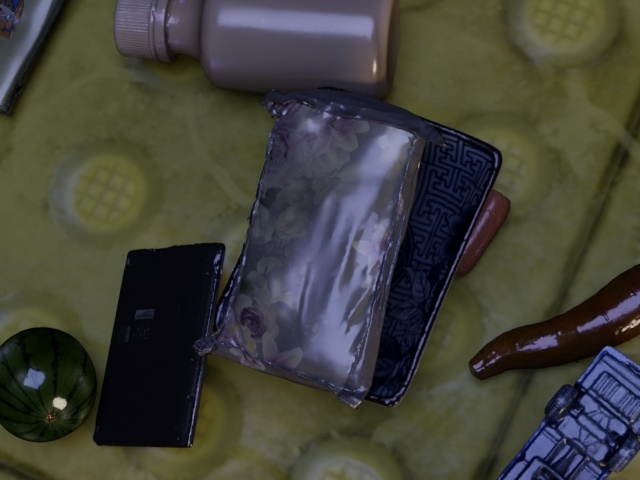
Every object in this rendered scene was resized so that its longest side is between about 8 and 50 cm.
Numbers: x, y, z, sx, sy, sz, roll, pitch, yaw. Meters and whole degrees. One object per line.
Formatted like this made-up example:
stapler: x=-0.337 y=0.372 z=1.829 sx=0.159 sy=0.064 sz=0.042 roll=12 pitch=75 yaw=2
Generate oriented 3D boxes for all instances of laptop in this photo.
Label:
laptop: x=-0.141 y=0.091 z=1.294 sx=0.129 sy=0.016 sz=0.180 roll=-6 pitch=70 yaw=44

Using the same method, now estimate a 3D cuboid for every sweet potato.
sweet potato: x=0.251 y=0.061 z=1.268 sx=0.264 sy=0.057 sz=0.057 roll=-28 pitch=73 yaw=0

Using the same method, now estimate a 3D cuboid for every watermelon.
watermelon: x=-0.241 y=0.121 z=1.291 sx=0.109 sy=0.109 sz=0.109 roll=-2 pitch=74 yaw=7

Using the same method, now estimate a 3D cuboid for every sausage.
sausage: x=0.137 y=-0.008 z=1.312 sx=0.034 sy=0.034 sz=0.083 roll=30 pitch=81 yaw=14

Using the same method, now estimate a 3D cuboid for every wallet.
wallet: x=-0.310 y=-0.206 z=1.422 sx=0.110 sy=0.039 sz=0.155 roll=23 pitch=79 yaw=9

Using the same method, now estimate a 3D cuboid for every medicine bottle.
medicine bottle: x=-0.059 y=-0.189 z=1.346 sx=0.252 sy=0.114 sz=0.114 roll=5 pitch=75 yaw=8

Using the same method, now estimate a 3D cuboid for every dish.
dish: x=0.036 y=0.008 z=1.294 sx=0.182 sy=0.080 sz=0.243 roll=22 pitch=81 yaw=15

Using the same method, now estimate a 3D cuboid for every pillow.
pillow: x=0.000 y=0.000 z=1.232 sx=0.169 sy=0.059 sz=0.255 roll=14 pitch=81 yaw=15

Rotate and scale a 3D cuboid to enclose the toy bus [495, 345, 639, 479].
toy bus: x=0.184 y=0.198 z=1.217 sx=0.079 sy=0.094 sz=0.236 roll=40 pitch=84 yaw=9
